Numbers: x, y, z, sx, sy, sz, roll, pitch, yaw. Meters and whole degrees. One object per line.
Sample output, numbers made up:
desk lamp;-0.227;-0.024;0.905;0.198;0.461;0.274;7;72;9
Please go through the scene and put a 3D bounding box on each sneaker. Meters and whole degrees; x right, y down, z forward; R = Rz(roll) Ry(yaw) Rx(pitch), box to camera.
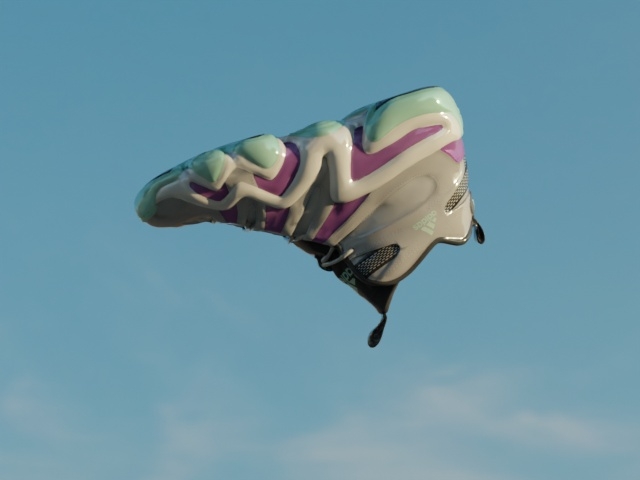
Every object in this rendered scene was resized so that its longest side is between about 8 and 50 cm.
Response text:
sneaker;0.000;0.000;0.518;0.098;0.069;0.038;-16;3;2
